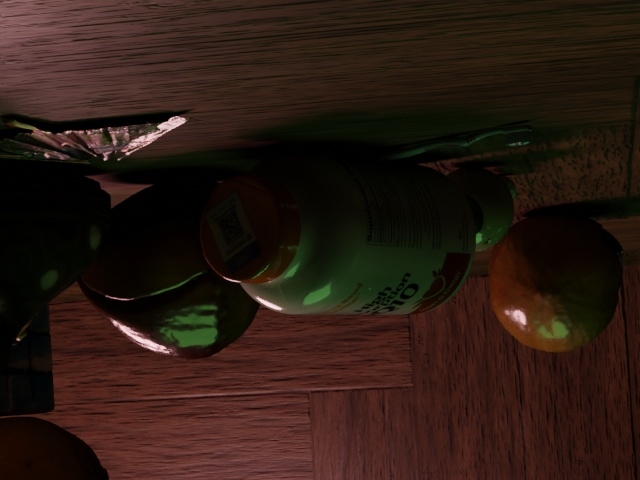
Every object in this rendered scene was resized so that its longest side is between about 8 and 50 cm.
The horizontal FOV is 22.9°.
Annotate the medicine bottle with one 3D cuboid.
[{"bbox_3d":[0.014,-0.005,1.527,0.157,0.157,0.289,-7,174,38],"label":"medicine bottle"}]

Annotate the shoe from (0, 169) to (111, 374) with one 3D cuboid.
[{"bbox_3d":[-0.349,0.059,1.469,0.171,0.237,0.384,-5,-178,41],"label":"shoe"}]

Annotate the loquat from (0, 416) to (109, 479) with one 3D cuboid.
[{"bbox_3d":[-0.455,0.416,2.340,0.328,0.328,0.328,-3,175,0],"label":"loquat"}]

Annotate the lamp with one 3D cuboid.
[{"bbox_3d":[0.177,-0.043,1.712,0.091,0.091,0.163,-5,-169,26],"label":"lamp"}]

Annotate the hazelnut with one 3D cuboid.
[{"bbox_3d":[-0.159,0.024,1.646,0.208,0.208,0.208,-3,175,0],"label":"hazelnut"}]

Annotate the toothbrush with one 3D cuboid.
[{"bbox_3d":[0.119,-0.087,1.453,0.013,0.019,0.193,1,176,-43],"label":"toothbrush"}]

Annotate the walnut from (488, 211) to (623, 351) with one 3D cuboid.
[{"bbox_3d":[0.331,0.056,2.249,0.203,0.203,0.298,-4,178,7],"label":"walnut"}]

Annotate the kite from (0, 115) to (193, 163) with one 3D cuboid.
[{"bbox_3d":[-0.205,-0.086,1.303,0.241,0.014,0.183,-5,172,20],"label":"kite"}]

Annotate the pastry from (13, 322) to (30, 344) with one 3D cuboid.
[{"bbox_3d":[-0.484,0.063,1.994,0.255,0.162,0.311,10,166,-23],"label":"pastry"}]

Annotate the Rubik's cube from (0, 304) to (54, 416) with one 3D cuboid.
[{"bbox_3d":[-0.580,0.150,2.398,0.253,0.256,0.259,-7,175,23],"label":"Rubik's cube"}]
